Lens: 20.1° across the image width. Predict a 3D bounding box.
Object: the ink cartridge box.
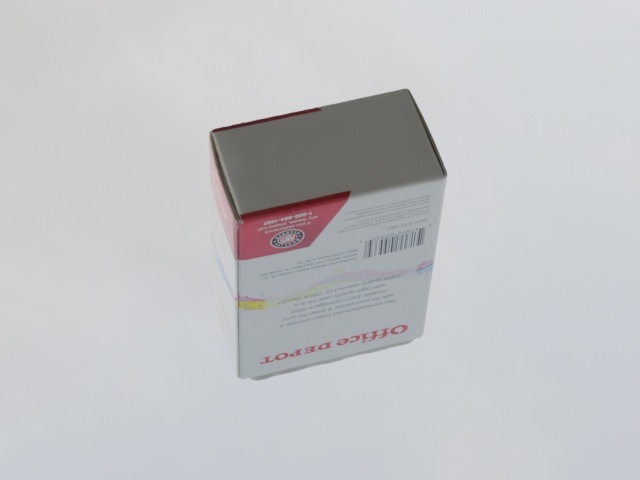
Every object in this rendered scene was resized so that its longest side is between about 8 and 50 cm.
[{"bbox_3d":[0.000,0.000,1.104,0.127,0.175,0.072,-13,-124,-12],"label":"ink cartridge box"}]
